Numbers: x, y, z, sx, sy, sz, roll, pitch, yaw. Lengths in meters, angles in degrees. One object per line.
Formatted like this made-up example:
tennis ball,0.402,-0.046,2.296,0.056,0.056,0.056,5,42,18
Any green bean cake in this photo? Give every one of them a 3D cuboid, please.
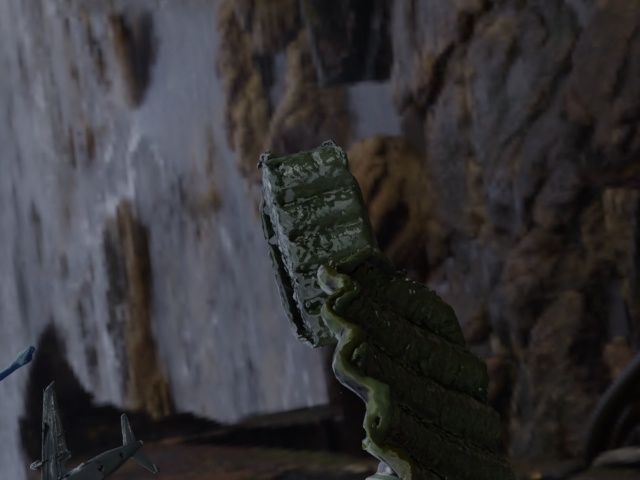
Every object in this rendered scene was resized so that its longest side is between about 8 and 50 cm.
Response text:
green bean cake,0.000,0.000,1.651,0.241,0.132,0.255,174,81,-86

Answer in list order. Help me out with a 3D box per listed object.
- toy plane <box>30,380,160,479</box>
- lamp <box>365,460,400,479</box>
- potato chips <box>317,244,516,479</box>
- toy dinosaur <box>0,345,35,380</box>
toy plane,-0.273,0.271,1.468,0.058,0.226,0.226,-33,86,33
lamp,0.093,0.460,1.897,0.313,0.182,0.182,-62,4,-27
potato chips,0.114,0.177,1.077,0.429,0.070,0.358,39,-152,-65
toy dinosaur,-0.497,0.244,1.636,0.329,0.144,0.076,-50,62,13
